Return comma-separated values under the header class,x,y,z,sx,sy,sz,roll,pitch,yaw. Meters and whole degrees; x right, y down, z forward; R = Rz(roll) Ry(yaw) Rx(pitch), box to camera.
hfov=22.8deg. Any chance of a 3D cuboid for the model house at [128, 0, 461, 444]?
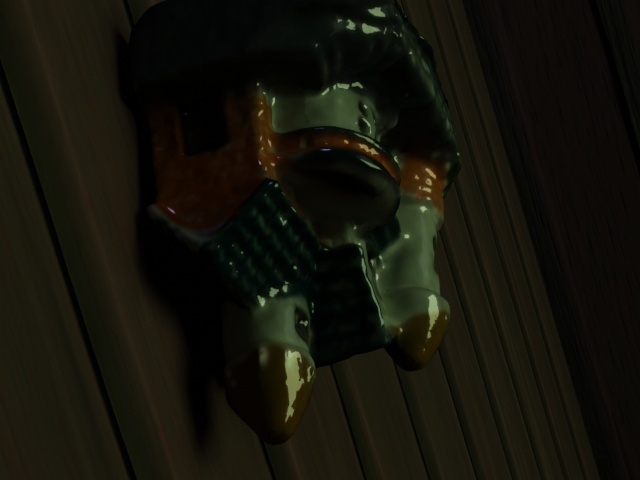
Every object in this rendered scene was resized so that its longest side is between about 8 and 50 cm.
class,x,y,z,sx,sy,sz,roll,pitch,yaw
model house,0.000,0.000,1.098,0.271,0.190,0.301,60,21,-51
